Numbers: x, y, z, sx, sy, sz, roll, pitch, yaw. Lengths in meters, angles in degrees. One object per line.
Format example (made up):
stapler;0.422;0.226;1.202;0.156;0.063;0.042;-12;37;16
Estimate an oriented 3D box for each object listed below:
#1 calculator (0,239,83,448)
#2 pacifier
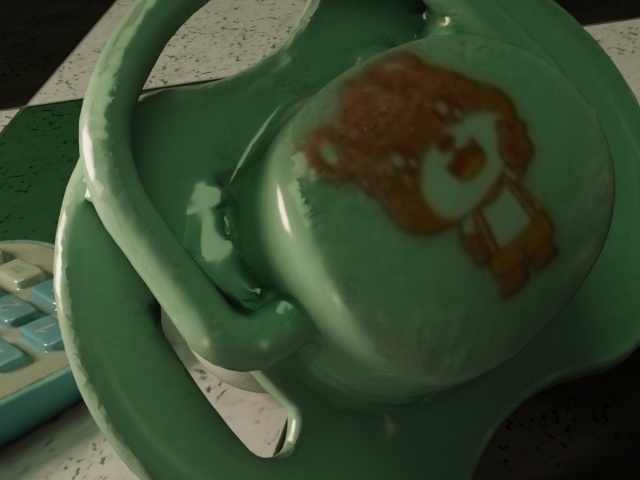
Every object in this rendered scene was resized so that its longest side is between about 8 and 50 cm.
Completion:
calculator;-0.274;0.085;1.045;0.386;0.054;0.256;-26;27;-28
pacifier;0.000;0.000;0.892;0.343;0.288;0.269;-35;2;-33
